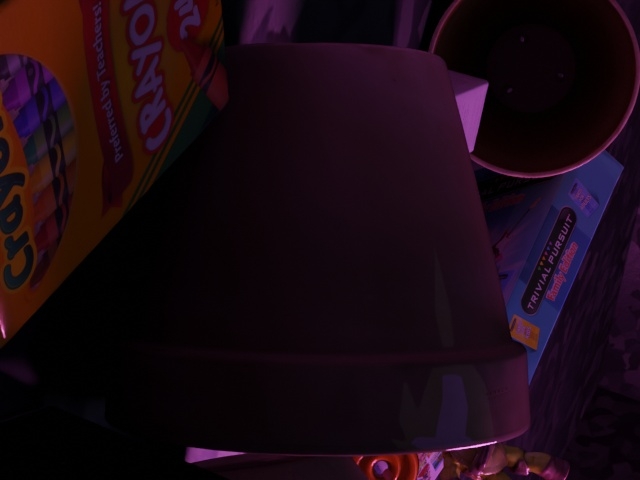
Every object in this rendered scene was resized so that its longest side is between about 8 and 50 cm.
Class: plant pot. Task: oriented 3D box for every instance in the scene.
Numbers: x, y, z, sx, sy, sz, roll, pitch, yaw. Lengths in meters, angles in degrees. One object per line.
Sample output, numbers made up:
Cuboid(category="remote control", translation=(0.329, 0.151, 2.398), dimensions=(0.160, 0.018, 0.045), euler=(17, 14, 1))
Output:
Cuboid(category="plant pot", translation=(0.000, 0.000, 0.991), dimensions=(0.323, 0.323, 0.280), euler=(-3, 95, -69))
Cuboid(category="plant pot", translation=(0.257, -0.207, 1.576), dimensions=(0.254, 0.237, 0.237), euler=(-43, 148, -77))

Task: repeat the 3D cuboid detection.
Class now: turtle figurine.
Cuboid(category="turtle figurine", translation=(0.204, 0.262, 1.635), dimensions=(0.087, 0.217, 0.269), euler=(-55, -170, 40))

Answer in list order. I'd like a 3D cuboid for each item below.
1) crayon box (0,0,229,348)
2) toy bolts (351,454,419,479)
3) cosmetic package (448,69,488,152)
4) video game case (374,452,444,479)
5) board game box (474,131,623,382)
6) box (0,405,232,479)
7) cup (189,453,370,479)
Cuboid(category="crayon box", translation=(-0.167, -0.084, 0.748), dimensions=(0.318, 0.081, 0.202), euler=(-53, 154, -39))
Cuboid(category="toy bolts", translation=(0.121, 0.343, 1.727), dimensions=(0.158, 0.228, 0.218), euler=(-141, -129, -85))
Cuboid(category="cosmetic package", translation=(0.074, -0.121, 1.291), dimensions=(0.231, 0.117, 0.085), euler=(-30, 133, -60))
Cuboid(category="video game case", translation=(0.182, 0.206, 1.868), dimensions=(0.329, 0.036, 0.300), euler=(-53, 152, -16))
Cuboid(category="board game box", translation=(0.210, 0.042, 1.629), dimensions=(0.254, 0.079, 0.336), euler=(-19, -142, 57))
Cuboid(category="box", translation=(-0.120, 0.321, 0.847), dimensions=(0.179, 0.343, 0.312), euler=(-9, 116, -68))
Cuboid(category="cup", translation=(-0.046, 0.310, 1.143), dimensions=(0.331, 0.331, 0.237), euler=(1, 80, -69))
